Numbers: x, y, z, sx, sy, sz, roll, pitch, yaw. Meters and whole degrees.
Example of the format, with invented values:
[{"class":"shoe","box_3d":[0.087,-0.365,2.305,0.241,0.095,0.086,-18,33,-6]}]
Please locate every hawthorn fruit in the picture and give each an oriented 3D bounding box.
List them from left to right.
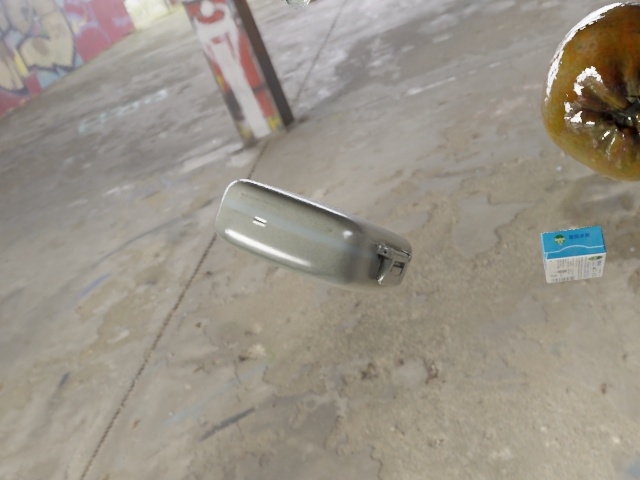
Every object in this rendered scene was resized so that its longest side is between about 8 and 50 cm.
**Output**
[{"class":"hawthorn fruit","box_3d":[0.486,-0.247,1.252,0.268,0.267,0.301,-14,24,20]}]

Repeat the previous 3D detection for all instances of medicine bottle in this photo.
[{"class":"medicine bottle","box_3d":[0.000,0.000,1.319,0.282,0.122,0.375,20,1,21]}]

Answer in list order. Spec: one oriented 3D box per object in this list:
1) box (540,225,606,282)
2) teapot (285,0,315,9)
[{"class":"box","box_3d":[0.611,0.037,1.922,0.139,0.194,0.073,-9,68,14]},{"class":"teapot","box_3d":[-0.038,-0.400,1.262,0.083,0.064,0.064,-8,30,21]}]
